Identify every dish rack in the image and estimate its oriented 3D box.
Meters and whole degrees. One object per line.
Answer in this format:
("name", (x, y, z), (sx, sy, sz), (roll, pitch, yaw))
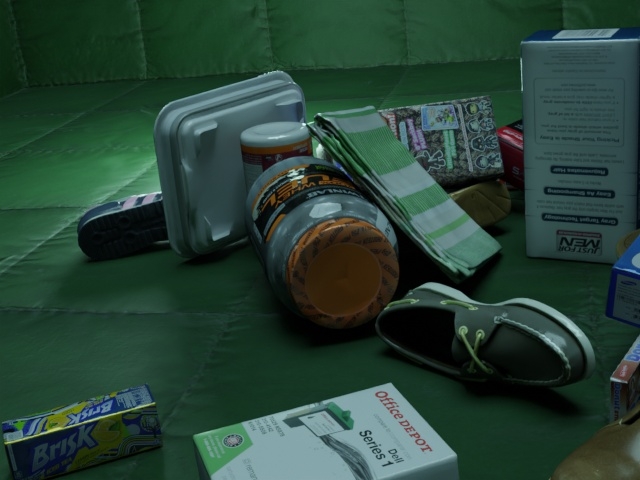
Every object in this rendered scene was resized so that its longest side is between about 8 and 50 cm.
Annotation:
("dish rack", (-0.132, -0.132, 1.626), (0.072, 0.286, 0.333), (18, 32, 41))

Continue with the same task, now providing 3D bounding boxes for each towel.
("towel", (0.139, -0.081, 1.411), (0.325, 0.038, 0.248), (47, 24, 9))

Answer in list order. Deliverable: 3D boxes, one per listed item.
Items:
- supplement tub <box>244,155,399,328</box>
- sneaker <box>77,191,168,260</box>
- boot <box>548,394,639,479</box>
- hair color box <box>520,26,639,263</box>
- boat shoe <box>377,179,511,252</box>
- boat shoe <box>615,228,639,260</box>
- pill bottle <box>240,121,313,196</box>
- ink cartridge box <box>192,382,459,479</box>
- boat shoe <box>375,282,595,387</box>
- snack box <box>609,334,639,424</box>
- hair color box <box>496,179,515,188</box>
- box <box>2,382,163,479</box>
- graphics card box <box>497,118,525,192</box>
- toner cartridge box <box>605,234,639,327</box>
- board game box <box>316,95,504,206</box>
("supplement tub", (0.000, 0.000, 1.364), (0.193, 0.194, 0.316), (-10, 21, -11))
("sneaker", (-0.293, -0.055, 1.711), (0.319, 0.112, 0.131), (-9, 23, -12))
("boot", (0.331, 0.178, 0.909), (0.305, 0.115, 0.112), (-21, 27, -32))
("hair color box", (0.408, -0.144, 1.409), (0.174, 0.347, 0.105), (6, 24, 28))
("boat shoe", (0.188, -0.036, 1.567), (0.277, 0.098, 0.096), (-12, 2, -21))
("boat shoe", (0.557, 0.035, 1.254), (0.302, 0.098, 0.109), (-3, 34, 3))
("pill bottle", (-0.066, -0.083, 1.562), (0.121, 0.221, 0.121), (-5, 20, 2))
("ink cartridge box", (0.005, 0.232, 0.882), (0.219, 0.093, 0.160), (-13, 22, -17))
("boat shoe", (0.189, 0.123, 1.112), (0.091, 0.109, 0.305), (-20, 18, -32))
("snack box", (0.367, 0.147, 1.048), (0.022, 0.064, 0.178), (9, 25, 33))
("hair color box", (0.314, -0.137, 1.843), (0.167, 0.053, 0.093), (-2, 20, 16))
("box", (-0.269, 0.220, 1.042), (0.169, 0.059, 0.054), (-13, 20, -17))
("graphics card box", (0.505, -0.169, 1.722), (0.233, 0.094, 0.371), (33, 41, 31))
("toner cartridge box", (0.501, 0.006, 1.138), (0.165, 0.075, 0.348), (20, 39, 31))
("board game box", (0.151, -0.144, 1.653), (0.291, 0.141, 0.232), (-8, -8, -5))
